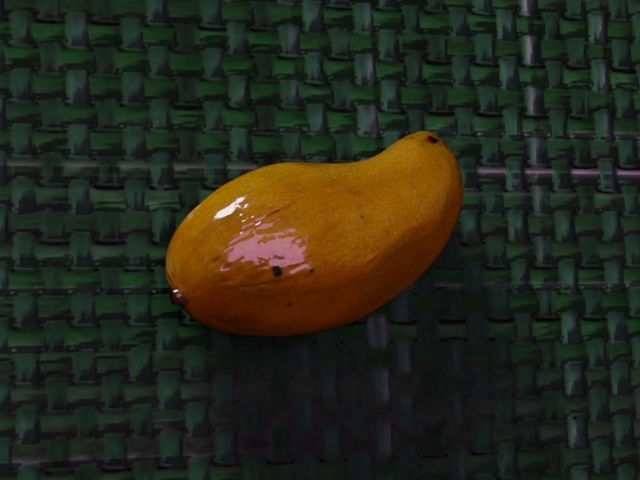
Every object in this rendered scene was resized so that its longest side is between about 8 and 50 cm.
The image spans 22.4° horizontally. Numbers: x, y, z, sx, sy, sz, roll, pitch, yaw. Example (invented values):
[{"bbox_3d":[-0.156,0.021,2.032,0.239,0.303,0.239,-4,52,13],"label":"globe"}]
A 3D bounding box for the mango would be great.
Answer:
[{"bbox_3d":[0.000,0.000,0.901,0.190,0.075,0.098,-20,94,-26],"label":"mango"}]
